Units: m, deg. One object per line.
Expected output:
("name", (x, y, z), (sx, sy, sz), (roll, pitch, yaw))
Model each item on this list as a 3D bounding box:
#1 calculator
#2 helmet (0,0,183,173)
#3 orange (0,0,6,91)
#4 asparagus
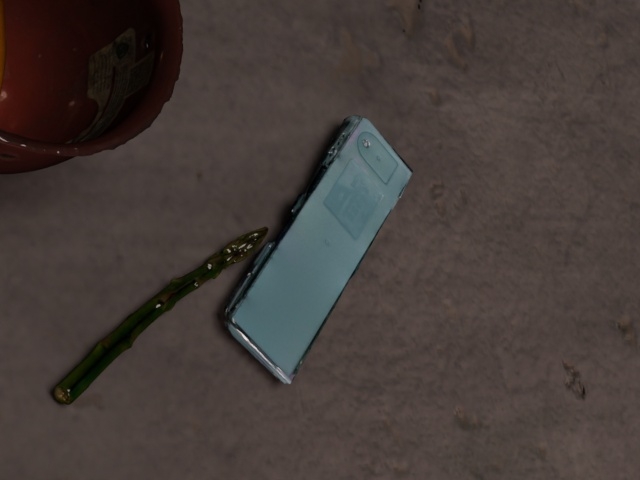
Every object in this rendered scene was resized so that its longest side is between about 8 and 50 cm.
("calculator", (0.000, 0.000, 0.916), (0.057, 0.018, 0.172), (45, 50, -18))
("helmet", (-0.162, -0.097, 0.751), (0.175, 0.106, 0.155), (29, 55, -25))
("orange", (-0.260, -0.068, 0.527), (0.312, 0.312, 0.312), (16, 64, -36))
("asparagus", (-0.079, 0.033, 0.839), (0.016, 0.016, 0.163), (40, 47, 11))
